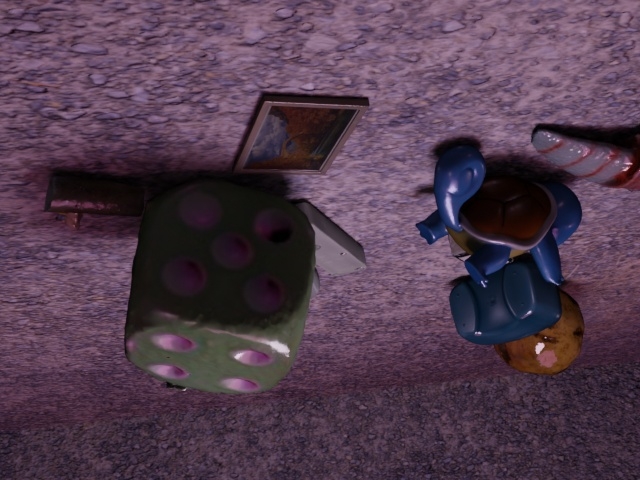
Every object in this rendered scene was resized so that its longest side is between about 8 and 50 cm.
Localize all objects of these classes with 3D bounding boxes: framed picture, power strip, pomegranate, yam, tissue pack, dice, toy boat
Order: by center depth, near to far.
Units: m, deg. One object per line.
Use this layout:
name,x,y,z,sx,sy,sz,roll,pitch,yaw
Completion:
framed picture,-0.041,-0.177,1.392,0.184,0.016,0.250,-1,157,-20
yam,-0.403,-0.079,1.434,0.169,0.068,0.068,1,156,-30
dice,-0.197,0.092,1.529,0.330,0.318,0.322,11,148,-8
toy boat,0.519,-0.164,1.561,0.282,0.096,0.206,9,168,-17
power strip,0.000,0.001,1.785,0.091,0.062,0.385,-16,158,18
tissue pack,0.384,0.010,1.911,0.103,0.090,0.170,-20,154,26
tissue pack,0.525,0.178,2.231,0.206,0.198,0.287,15,146,-42
pomegranate,0.659,0.268,2.428,0.281,0.281,0.281,-7,158,-3

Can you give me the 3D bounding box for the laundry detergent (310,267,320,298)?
laundry detergent,-0.134,0.078,1.869,0.215,0.105,0.280,-14,159,17

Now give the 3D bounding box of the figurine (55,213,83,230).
figurine,-0.477,-0.052,1.513,0.051,0.047,0.083,8,151,-11

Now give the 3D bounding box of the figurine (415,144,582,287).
figurine,0.349,-0.044,1.641,0.416,0.243,0.298,14,-167,-38
